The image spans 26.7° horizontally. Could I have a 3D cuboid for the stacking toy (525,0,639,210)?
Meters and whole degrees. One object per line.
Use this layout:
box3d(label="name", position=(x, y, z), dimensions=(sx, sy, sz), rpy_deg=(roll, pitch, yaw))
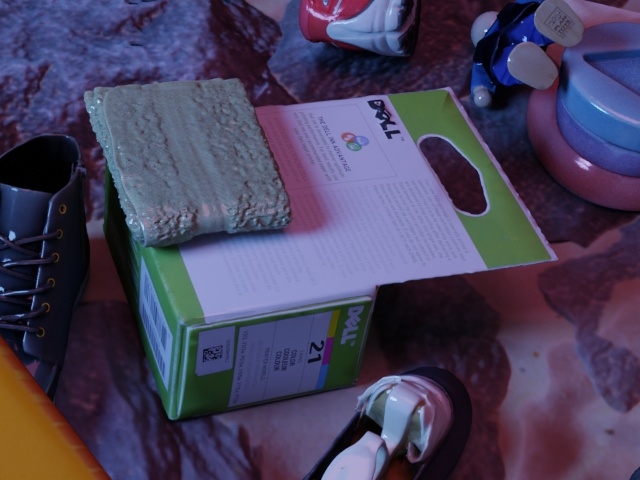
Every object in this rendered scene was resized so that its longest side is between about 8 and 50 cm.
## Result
box3d(label="stacking toy", position=(0.329, -0.144, 1.085), dimensions=(0.308, 0.130, 0.280), rpy_deg=(7, 45, -3))

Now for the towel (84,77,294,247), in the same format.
box3d(label="towel", position=(-0.084, -0.054, 0.858), dimensions=(0.110, 0.027, 0.148), rpy_deg=(-8, 45, -19))

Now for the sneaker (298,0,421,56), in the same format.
box3d(label="sneaker", position=(0.032, -0.265, 1.180), dimensions=(0.118, 0.107, 0.279), rpy_deg=(3, 42, 6))

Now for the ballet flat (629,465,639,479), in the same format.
box3d(label="ballet flat", position=(0.233, 0.199, 0.779), dimensions=(0.057, 0.049, 0.173), rpy_deg=(-18, 51, -24))

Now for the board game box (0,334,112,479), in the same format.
box3d(label="board game box", position=(-0.180, 0.264, 0.384), dimensions=(0.356, 0.357, 0.356), rpy_deg=(-31, 58, -24))

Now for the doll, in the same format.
box3d(label="doll", position=(0.160, -0.163, 1.078), dimensions=(0.046, 0.129, 0.189), rpy_deg=(31, 5, -11))

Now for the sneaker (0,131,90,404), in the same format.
box3d(label="sneaker", position=(-0.194, 0.038, 0.817), dimensions=(0.083, 0.118, 0.222), rpy_deg=(8, 44, -2))

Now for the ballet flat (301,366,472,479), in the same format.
box3d(label="ballet flat", position=(0.037, 0.128, 0.802), dimensions=(0.074, 0.074, 0.203), rpy_deg=(29, 47, 19))

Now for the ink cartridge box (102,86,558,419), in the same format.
box3d(label="ink cartridge box", position=(0.000, 0.000, 0.907), dimensions=(0.255, 0.097, 0.189), rpy_deg=(-8, 47, -19))
